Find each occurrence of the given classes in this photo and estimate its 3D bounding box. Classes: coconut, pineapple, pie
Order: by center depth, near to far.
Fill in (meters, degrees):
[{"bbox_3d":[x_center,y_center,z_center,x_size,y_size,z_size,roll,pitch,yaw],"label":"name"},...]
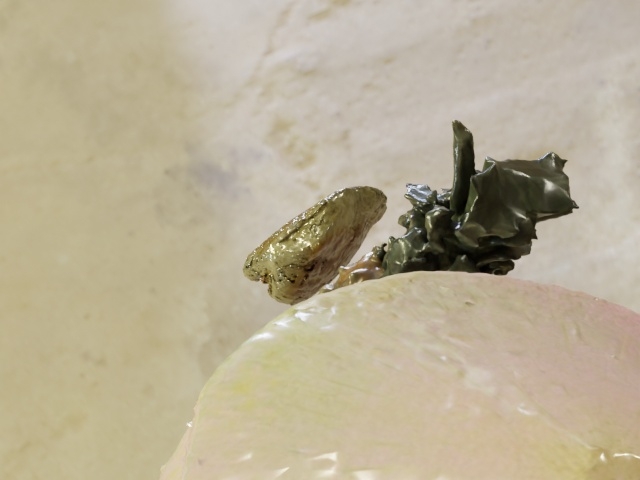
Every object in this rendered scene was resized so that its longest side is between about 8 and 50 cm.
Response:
[{"bbox_3d":[0.049,0.131,0.499,0.233,0.245,0.233,5,63,-10],"label":"coconut"},{"bbox_3d":[0.072,0.030,1.043,0.128,0.248,0.128,18,44,-17],"label":"pineapple"},{"bbox_3d":[0.000,0.000,1.702,0.079,0.193,0.163,49,117,8],"label":"pie"}]
